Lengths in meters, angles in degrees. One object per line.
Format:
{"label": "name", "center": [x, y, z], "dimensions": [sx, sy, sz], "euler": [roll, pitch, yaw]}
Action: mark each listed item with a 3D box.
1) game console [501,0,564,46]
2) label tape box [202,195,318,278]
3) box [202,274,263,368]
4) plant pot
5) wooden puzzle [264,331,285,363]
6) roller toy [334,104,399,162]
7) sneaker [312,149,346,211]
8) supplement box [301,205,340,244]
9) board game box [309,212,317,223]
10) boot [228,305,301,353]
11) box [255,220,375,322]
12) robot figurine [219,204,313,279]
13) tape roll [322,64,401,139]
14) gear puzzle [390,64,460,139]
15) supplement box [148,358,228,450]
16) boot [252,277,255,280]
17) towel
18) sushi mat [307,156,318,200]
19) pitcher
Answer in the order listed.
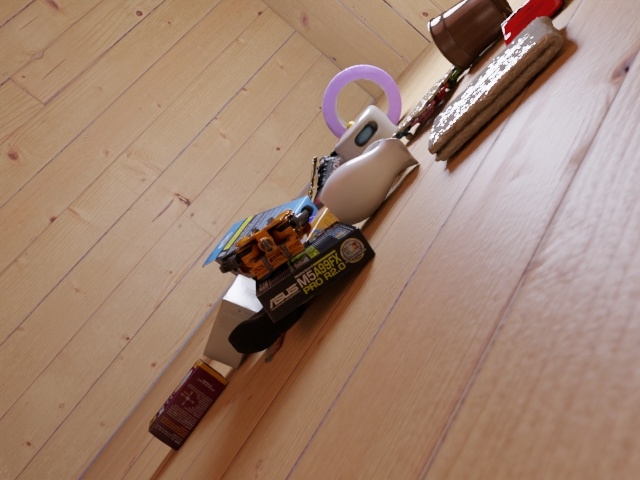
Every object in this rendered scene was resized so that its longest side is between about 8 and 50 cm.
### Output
{"label": "game console", "center": [0.453, -0.459, 1.163], "dimensions": [0.144, 0.085, 0.124], "euler": [-42, 43, 51]}
{"label": "label tape box", "center": [-0.191, 0.005, 1.878], "dimensions": [0.348, 0.115, 0.249], "euler": [-20, 26, 34]}
{"label": "box", "center": [-0.196, 0.192, 1.352], "dimensions": [0.130, 0.091, 0.170], "euler": [-69, 2, -66]}
{"label": "plant pot", "center": [0.394, -0.555, 1.460], "dimensions": [0.165, 0.167, 0.167], "euler": [-33, 17, 40]}
{"label": "wooden puzzle", "center": [-0.092, 0.214, 1.131], "dimensions": [0.049, 0.006, 0.083], "euler": [-48, 8, 16]}
{"label": "roller toy", "center": [0.143, -0.320, 1.779], "dimensions": [0.191, 0.146, 0.209], "euler": [-42, 11, 47]}
{"label": "sneaker", "center": [0.030, -0.215, 1.983], "dimensions": [0.276, 0.135, 0.098], "euler": [-57, 12, -30]}
{"label": "supplement box", "center": [0.000, 0.000, 1.356], "dimensions": [0.080, 0.078, 0.233], "euler": [-39, 14, 43]}
{"label": "board game box", "center": [-0.051, 0.010, 1.487], "dimensions": [0.160, 0.047, 0.210], "euler": [-17, 29, 33]}
{"label": "boot", "center": [-0.100, 0.161, 1.237], "dimensions": [0.198, 0.076, 0.137], "euler": [-31, 12, 28]}
{"label": "box", "center": [-0.022, 0.049, 1.103], "dimensions": [0.216, 0.060, 0.270], "euler": [-33, 7, -3]}
{"label": "robot figurine", "center": [-0.096, 0.004, 1.144], "dimensions": [0.211, 0.085, 0.291], "euler": [-34, 7, 0]}
{"label": "tape roll", "center": [0.148, -0.476, 2.008], "dimensions": [0.274, 0.275, 0.090], "euler": [-48, 9, 18]}
{"label": "gear puzzle", "center": [0.316, -0.393, 1.554], "dimensions": [0.339, 0.044, 0.175], "euler": [-52, 6, -29]}
{"label": "supplement box", "center": [-0.307, 0.376, 1.320], "dimensions": [0.188, 0.081, 0.104], "euler": [-53, 8, -15]}
{"label": "boot", "center": [-0.153, 0.049, 1.973], "dimensions": [0.229, 0.091, 0.263], "euler": [-45, 12, -4]}
{"label": "towel", "center": [0.300, -0.263, 0.998], "dimensions": [0.282, 0.049, 0.187], "euler": [-45, 11, 30]}
{"label": "sushi mat", "center": [-0.037, -0.161, 2.025], "dimensions": [0.316, 0.019, 0.151], "euler": [105, 172, -70]}
{"label": "pitcher", "center": [0.094, -0.138, 1.261], "dimensions": [0.207, 0.125, 0.178], "euler": [-44, 22, 2]}
